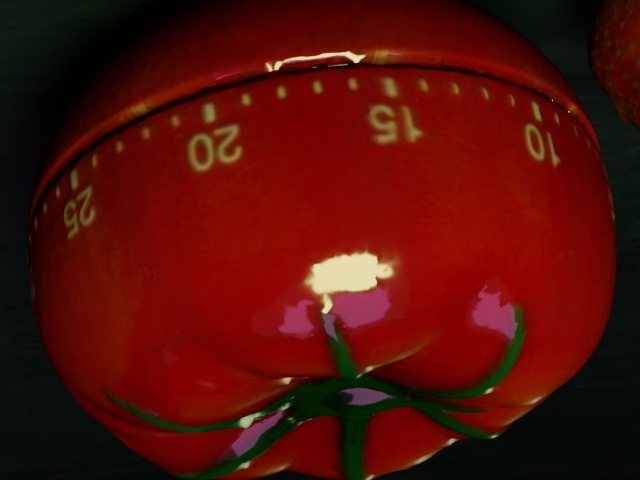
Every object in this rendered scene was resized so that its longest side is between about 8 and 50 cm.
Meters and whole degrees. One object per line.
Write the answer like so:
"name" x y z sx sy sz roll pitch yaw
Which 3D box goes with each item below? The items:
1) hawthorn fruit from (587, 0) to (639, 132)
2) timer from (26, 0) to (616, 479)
"hawthorn fruit" 0.273 -0.141 0.812 0.179 0.179 0.200 12 123 -34
"timer" 0.000 0.000 0.843 0.378 0.279 0.378 -8 153 -4
